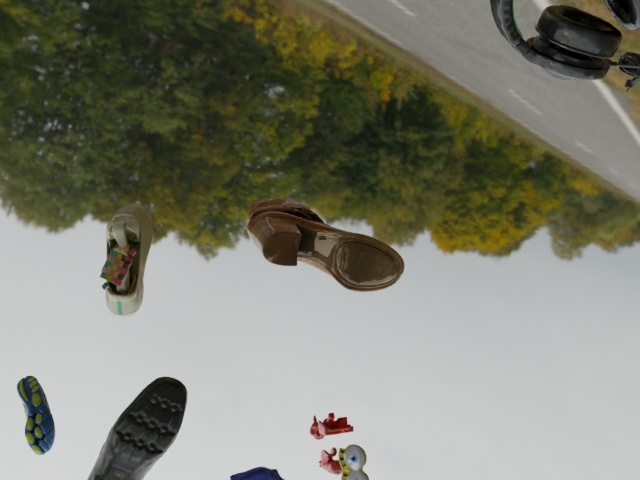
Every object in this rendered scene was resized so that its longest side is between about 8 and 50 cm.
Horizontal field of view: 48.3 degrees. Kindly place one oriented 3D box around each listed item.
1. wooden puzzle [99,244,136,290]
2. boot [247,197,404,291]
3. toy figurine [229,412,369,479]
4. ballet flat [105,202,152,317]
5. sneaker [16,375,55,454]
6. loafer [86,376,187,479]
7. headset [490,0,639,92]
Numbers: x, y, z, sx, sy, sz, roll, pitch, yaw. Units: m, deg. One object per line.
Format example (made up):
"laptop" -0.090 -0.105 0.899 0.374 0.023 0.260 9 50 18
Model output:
"wooden puzzle" -0.336 0.044 1.170 0.049 0.083 0.006 19 171 30
"boot" 0.000 0.000 1.330 0.283 0.109 0.220 7 -162 -15
"toy figurine" -0.067 0.420 0.941 0.217 0.362 0.191 -1 178 -21
"ballet flat" -0.350 0.017 1.281 0.086 0.086 0.248 15 -130 -33
"sneaker" -0.639 0.398 1.624 0.067 0.078 0.188 -22 -120 -11
"loafer" -0.237 0.258 0.895 0.076 0.223 0.078 29 -169 -15
"headset" 0.416 -0.349 1.074 0.394 0.243 0.185 33 -156 -29
